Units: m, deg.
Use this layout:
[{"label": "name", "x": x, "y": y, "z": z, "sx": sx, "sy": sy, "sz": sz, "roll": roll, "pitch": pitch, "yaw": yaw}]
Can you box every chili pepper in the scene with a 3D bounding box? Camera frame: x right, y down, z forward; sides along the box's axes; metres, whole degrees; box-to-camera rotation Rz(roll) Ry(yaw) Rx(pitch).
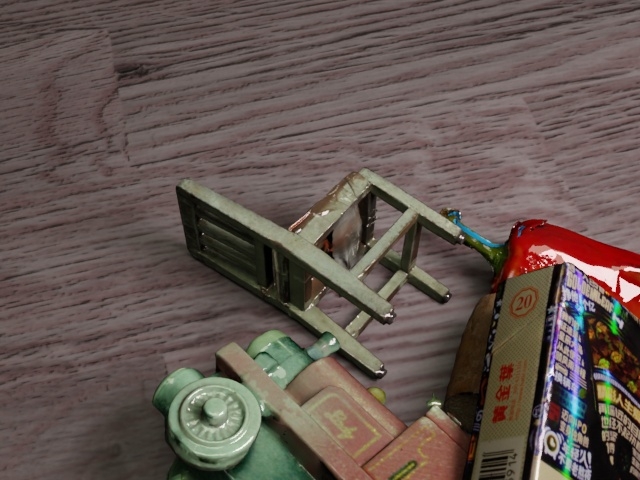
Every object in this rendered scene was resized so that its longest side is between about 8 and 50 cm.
[{"label": "chili pepper", "x": 0.297, "y": 0.058, "z": 0.976, "sx": 0.387, "sy": 0.110, "sz": 0.110, "roll": 21, "pitch": 59, "yaw": 9}]

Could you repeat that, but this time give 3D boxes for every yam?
[{"label": "yam", "x": 0.175, "y": 0.125, "z": 0.940, "sx": 0.084, "sy": 0.084, "sz": 0.127, "roll": 18, "pitch": 55, "yaw": 11}]

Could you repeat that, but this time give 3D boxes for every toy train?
[{"label": "toy train", "x": -0.007, "y": 0.203, "z": 0.862, "sx": 0.221, "sy": 0.150, "sz": 0.304, "roll": -33, "pitch": 61, "yaw": -31}]

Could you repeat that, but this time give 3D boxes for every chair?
[{"label": "chair", "x": 0.000, "y": 0.000, "z": 0.988, "sx": 0.270, "sy": 0.136, "sz": 0.147, "roll": 33, "pitch": 61, "yaw": 21}]

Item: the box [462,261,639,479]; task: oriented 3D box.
[{"label": "box", "x": 0.227, "y": 0.199, "z": 0.828, "sx": 0.198, "sy": 0.084, "sz": 0.310, "roll": 35, "pitch": 55, "yaw": -25}]
